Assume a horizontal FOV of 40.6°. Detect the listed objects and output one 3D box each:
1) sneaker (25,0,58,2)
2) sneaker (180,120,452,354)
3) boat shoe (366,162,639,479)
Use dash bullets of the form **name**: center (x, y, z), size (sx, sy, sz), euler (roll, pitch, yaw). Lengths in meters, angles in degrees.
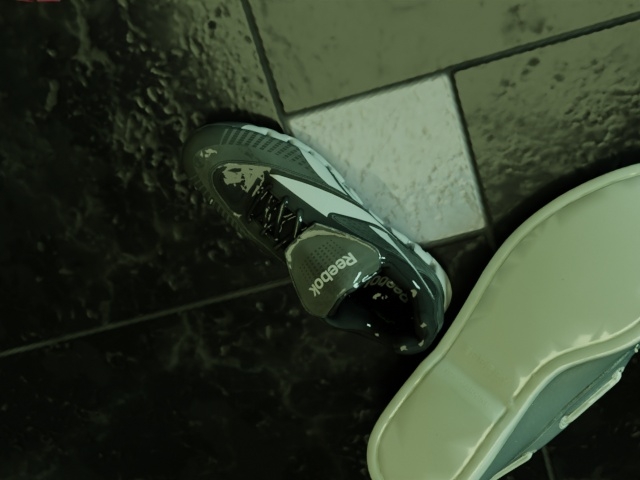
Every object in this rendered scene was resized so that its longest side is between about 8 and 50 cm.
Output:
- **sneaker**: center (-0.125, -0.272, 0.525), size (0.299, 0.121, 0.112), euler (-46, 72, 19)
- **sneaker**: center (0.000, 0.000, 0.607), size (0.234, 0.106, 0.078), euler (38, 108, -9)
- **boat shoe**: center (0.166, 0.075, 0.643), size (0.319, 0.099, 0.116), euler (-49, 60, 8)
